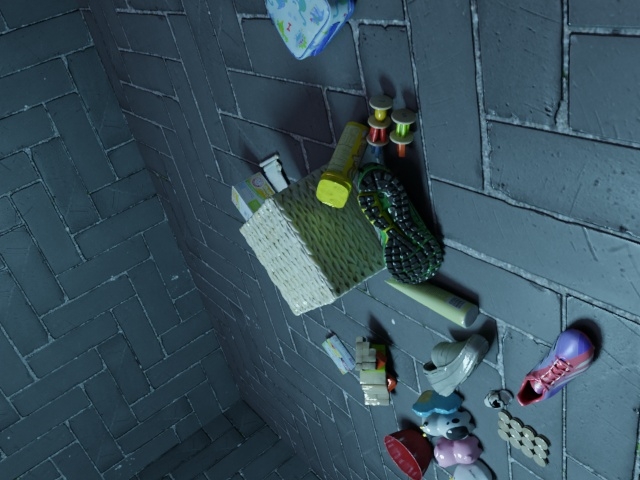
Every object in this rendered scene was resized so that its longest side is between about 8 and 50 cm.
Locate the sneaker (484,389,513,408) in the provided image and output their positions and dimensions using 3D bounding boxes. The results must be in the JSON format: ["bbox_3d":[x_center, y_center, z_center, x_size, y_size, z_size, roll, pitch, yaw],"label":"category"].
[{"bbox_3d":[0.444,0.409,1.480,0.040,0.044,0.109,51,155,11],"label":"sneaker"}]

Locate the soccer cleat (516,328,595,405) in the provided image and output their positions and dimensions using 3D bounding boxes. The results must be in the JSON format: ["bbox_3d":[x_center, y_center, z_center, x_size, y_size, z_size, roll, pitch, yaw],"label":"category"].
[{"bbox_3d":[0.481,0.269,1.197,0.083,0.095,0.248,46,152,25],"label":"soccer cleat"}]

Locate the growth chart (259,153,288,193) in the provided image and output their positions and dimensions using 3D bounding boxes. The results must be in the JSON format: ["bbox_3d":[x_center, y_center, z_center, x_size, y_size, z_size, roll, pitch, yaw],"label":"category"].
[{"bbox_3d":[-0.131,-0.165,1.910,0.172,0.021,0.237,1,119,61],"label":"growth chart"}]

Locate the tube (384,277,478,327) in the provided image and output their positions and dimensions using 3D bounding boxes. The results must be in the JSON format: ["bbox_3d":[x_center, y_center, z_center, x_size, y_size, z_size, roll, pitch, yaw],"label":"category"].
[{"bbox_3d":[0.278,0.139,1.447,0.240,0.062,0.070,28,169,41],"label":"tube"}]

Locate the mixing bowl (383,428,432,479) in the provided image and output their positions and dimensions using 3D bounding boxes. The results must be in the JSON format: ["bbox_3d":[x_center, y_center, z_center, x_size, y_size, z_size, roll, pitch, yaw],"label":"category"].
[{"bbox_3d":[0.314,0.716,1.987,0.181,0.098,0.181,42,149,32],"label":"mixing bowl"}]

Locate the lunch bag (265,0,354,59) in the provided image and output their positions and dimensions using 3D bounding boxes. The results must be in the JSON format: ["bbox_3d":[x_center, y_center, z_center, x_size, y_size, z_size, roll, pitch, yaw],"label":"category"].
[{"bbox_3d":[-0.026,-0.509,1.261,0.176,0.090,0.219,59,155,0],"label":"lunch bag"}]

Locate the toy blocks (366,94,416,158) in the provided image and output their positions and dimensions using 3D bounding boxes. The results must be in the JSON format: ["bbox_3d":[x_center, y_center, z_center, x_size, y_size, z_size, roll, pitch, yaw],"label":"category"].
[{"bbox_3d":[0.154,-0.231,1.285,0.123,0.054,0.148,42,150,32],"label":"toy blocks"}]

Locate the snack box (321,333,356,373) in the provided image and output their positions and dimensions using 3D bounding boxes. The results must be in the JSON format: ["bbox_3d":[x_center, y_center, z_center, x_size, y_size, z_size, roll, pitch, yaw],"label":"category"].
[{"bbox_3d":[0.070,0.428,2.180,0.141,0.037,0.100,54,156,11],"label":"snack box"}]

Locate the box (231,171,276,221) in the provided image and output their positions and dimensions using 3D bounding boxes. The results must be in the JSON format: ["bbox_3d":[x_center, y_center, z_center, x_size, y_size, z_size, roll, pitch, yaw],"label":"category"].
[{"bbox_3d":[-0.197,-0.109,1.937,0.203,0.114,0.103,53,158,15],"label":"box"}]

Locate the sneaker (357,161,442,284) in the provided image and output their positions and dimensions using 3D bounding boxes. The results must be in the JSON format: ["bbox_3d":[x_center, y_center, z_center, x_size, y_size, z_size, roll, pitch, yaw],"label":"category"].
[{"bbox_3d":[0.190,-0.042,1.387,0.146,0.134,0.343,-92,-21,-61],"label":"sneaker"}]

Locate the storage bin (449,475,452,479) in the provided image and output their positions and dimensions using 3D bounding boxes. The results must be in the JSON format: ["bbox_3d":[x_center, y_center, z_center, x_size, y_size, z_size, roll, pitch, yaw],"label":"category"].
[{"bbox_3d":[0.491,0.890,1.773,0.262,0.123,0.260,26,157,48],"label":"storage bin"}]

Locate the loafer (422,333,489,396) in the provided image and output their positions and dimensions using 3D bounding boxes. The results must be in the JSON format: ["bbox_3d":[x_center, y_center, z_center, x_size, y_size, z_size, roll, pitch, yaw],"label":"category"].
[{"bbox_3d":[0.335,0.310,1.488,0.111,0.112,0.319,41,151,16],"label":"loafer"}]

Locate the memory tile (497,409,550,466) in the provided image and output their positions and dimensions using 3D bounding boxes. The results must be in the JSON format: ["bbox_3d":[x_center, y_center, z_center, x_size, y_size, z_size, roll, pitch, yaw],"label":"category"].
[{"bbox_3d":[0.518,0.505,1.487,0.148,0.012,0.113,31,143,45],"label":"memory tile"}]

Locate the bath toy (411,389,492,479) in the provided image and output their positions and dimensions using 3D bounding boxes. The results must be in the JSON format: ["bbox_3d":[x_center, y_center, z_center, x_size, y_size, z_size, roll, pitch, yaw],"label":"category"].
[{"bbox_3d":[0.385,0.606,1.705,0.151,0.129,0.348,3,121,60],"label":"bath toy"}]

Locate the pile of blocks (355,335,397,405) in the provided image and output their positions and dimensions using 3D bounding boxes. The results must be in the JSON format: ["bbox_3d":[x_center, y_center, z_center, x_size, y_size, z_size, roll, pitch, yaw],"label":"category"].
[{"bbox_3d":[0.193,0.426,1.913,0.112,0.149,0.362,-1,141,12],"label":"pile of blocks"}]

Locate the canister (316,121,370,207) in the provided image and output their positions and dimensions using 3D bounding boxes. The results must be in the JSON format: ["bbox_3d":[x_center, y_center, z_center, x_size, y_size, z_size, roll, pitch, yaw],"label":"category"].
[{"bbox_3d":[0.057,-0.179,1.366,0.073,0.170,0.126,22,160,2],"label":"canister"}]

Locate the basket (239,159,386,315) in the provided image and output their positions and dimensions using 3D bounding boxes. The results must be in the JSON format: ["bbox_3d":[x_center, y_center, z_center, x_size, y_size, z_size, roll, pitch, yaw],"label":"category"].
[{"bbox_3d":[0.000,0.000,1.577,0.331,0.266,0.328,57,154,0],"label":"basket"}]
